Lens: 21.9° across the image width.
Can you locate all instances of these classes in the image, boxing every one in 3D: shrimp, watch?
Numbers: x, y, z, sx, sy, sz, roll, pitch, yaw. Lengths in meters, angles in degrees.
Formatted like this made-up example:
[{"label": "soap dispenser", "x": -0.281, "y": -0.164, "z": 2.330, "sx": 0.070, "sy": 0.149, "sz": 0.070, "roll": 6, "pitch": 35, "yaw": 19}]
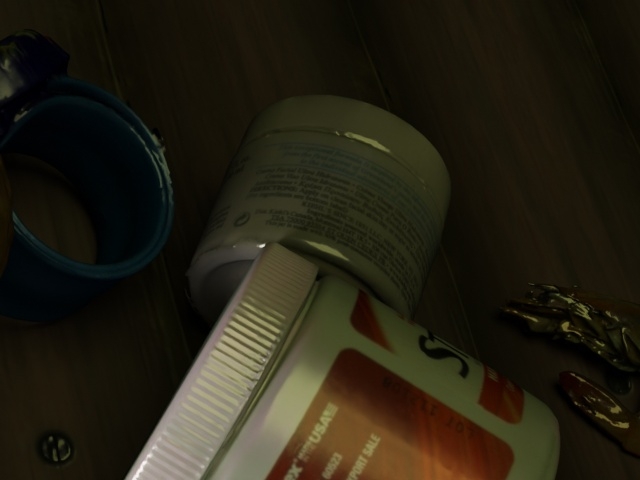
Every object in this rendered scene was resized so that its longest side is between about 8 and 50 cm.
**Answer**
[{"label": "shrimp", "x": 0.256, "y": 0.111, "z": 1.407, "sx": 0.236, "sy": 0.053, "sz": 0.133, "roll": 24, "pitch": 73, "yaw": -12}, {"label": "watch", "x": -0.210, "y": -0.047, "z": 1.237, "sx": 0.196, "sy": 0.171, "sz": 0.200, "roll": -40, "pitch": 95, "yaw": -38}]

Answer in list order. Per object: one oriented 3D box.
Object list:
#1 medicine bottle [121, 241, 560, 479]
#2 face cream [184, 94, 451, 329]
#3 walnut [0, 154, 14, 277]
[{"label": "medicine bottle", "x": 0.003, "y": 0.165, "z": 1.121, "sx": 0.241, "sy": 0.252, "sz": 0.252, "roll": 31, "pitch": 52, "yaw": -3}, {"label": "face cream", "x": 0.000, "y": 0.000, "z": 1.275, "sx": 0.177, "sy": 0.177, "sz": 0.153, "roll": 26, "pitch": 54, "yaw": -6}, {"label": "walnut", "x": -0.342, "y": 0.009, "z": 1.026, "sx": 0.333, "sy": 0.333, "sz": 0.333, "roll": 11, "pitch": 55, "yaw": -17}]
